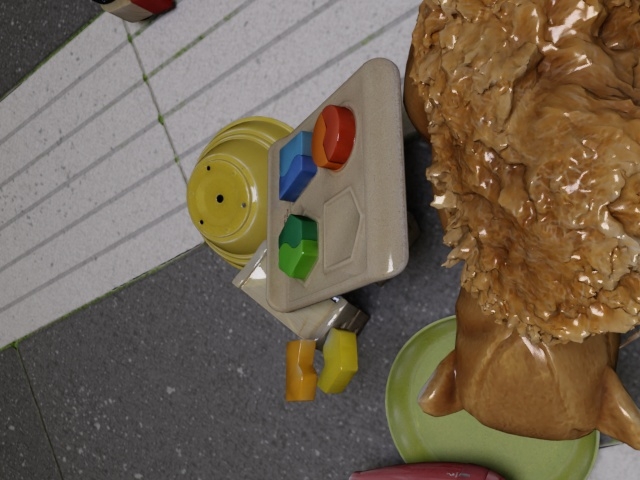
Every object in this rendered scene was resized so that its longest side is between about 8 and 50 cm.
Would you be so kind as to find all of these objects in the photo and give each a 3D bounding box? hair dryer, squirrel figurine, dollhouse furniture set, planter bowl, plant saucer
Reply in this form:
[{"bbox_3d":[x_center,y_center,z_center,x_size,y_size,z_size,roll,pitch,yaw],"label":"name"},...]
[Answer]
[{"bbox_3d":[0.159,0.345,0.710,0.294,0.080,0.223,32,122,15],"label":"hair dryer"},{"bbox_3d":[0.171,-0.019,0.515,0.281,0.397,0.370,7,87,21],"label":"squirrel figurine"},{"bbox_3d":[0.017,0.027,0.780,0.129,0.129,0.183,36,87,21],"label":"dollhouse furniture set"},{"bbox_3d":[-0.110,-0.057,0.841,0.217,0.090,0.217,4,98,29],"label":"planter bowl"},{"bbox_3d":[0.193,0.198,0.735,0.241,0.037,0.240,4,98,27],"label":"plant saucer"}]

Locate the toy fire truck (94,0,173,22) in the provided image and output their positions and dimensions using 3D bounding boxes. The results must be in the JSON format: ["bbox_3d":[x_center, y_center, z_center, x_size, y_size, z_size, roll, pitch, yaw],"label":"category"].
[{"bbox_3d":[-0.216,-0.436,0.835,0.247,0.158,0.216,-15,88,18],"label":"toy fire truck"}]

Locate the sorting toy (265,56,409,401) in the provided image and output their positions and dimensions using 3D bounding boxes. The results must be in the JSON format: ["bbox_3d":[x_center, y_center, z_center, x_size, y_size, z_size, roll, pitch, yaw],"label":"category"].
[{"bbox_3d":[0.000,0.000,0.633,0.229,0.041,0.306,-24,62,55],"label":"sorting toy"}]
